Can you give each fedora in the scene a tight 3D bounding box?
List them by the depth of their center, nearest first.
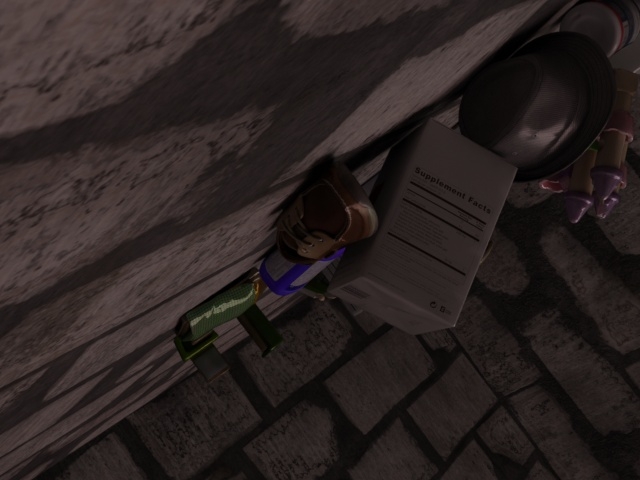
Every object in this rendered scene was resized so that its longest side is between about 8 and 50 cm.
[{"bbox_3d":[0.329,-0.224,1.421,0.124,0.243,0.275,6,150,-37],"label":"fedora"}]

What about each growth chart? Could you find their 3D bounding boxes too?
[{"bbox_3d":[0.009,0.108,2.425,0.237,0.172,0.021,-27,128,-54],"label":"growth chart"}]

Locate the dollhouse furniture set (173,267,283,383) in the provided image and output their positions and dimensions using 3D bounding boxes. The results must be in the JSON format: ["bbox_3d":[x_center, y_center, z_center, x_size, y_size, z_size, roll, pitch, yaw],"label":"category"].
[{"bbox_3d":[-0.186,0.197,1.834,0.198,0.151,0.301,-35,174,-21],"label":"dollhouse furniture set"}]

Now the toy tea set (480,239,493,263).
[{"bbox_3d":[0.257,0.004,1.864,0.200,0.124,0.336,-47,-174,16],"label":"toy tea set"}]

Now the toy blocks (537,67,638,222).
[{"bbox_3d":[0.458,-0.151,1.565,0.288,0.309,0.259,136,-30,-77],"label":"toy blocks"}]

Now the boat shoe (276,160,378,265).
[{"bbox_3d":[-0.001,-0.023,1.325,0.116,0.123,0.324,-33,172,-15],"label":"boat shoe"}]

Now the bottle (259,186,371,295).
[{"bbox_3d":[0.000,0.000,1.645,0.283,0.092,0.118,-41,174,40],"label":"bottle"}]

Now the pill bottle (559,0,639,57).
[{"bbox_3d":[0.507,-0.382,1.538,0.180,0.108,0.108,-31,172,-46],"label":"pill bottle"}]

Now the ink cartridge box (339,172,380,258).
[{"bbox_3d":[0.129,-0.018,1.724,0.208,0.206,0.045,-36,171,4],"label":"ink cartridge box"}]

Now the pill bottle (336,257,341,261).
[{"bbox_3d":[0.136,-0.029,1.910,0.161,0.161,0.283,-39,174,26],"label":"pill bottle"}]

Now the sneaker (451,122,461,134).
[{"bbox_3d":[0.324,-0.175,1.896,0.282,0.153,0.099,-38,175,10],"label":"sneaker"}]

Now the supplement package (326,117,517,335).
[{"bbox_3d":[0.164,-0.017,1.422,0.292,0.175,0.177,-65,-169,-18],"label":"supplement package"}]

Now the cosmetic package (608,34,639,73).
[{"bbox_3d":[0.598,-0.402,1.711,0.365,0.155,0.197,-39,173,40],"label":"cosmetic package"}]

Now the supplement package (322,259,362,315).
[{"bbox_3d":[0.142,0.051,2.400,0.145,0.204,0.262,-39,174,34],"label":"supplement package"}]
